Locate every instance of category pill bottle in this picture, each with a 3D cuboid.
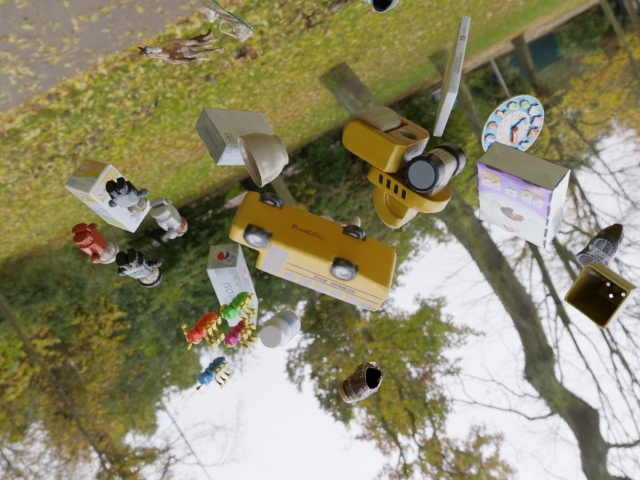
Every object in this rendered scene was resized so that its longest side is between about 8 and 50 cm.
[{"bbox_3d":[-0.119,0.258,1.590,0.087,0.087,0.160,-26,178,14],"label":"pill bottle"}]

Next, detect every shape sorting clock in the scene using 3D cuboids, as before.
[{"bbox_3d":[0.572,-0.332,1.634,0.206,0.206,0.040,-28,-137,-4],"label":"shape sorting clock"}]

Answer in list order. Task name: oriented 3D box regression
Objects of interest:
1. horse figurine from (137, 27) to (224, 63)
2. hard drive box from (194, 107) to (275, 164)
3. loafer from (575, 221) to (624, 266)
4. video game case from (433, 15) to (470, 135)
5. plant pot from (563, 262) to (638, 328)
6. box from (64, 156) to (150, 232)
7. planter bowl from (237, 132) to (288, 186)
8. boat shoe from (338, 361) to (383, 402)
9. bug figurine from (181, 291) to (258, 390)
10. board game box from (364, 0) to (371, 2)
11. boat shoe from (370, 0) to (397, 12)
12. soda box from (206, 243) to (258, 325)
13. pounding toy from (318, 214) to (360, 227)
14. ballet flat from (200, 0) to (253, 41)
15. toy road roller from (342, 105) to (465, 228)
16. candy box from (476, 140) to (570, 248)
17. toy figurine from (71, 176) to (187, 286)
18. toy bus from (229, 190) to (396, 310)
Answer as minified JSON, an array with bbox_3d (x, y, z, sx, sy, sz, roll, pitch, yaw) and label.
[{"bbox_3d":[-0.366,-0.521,1.499,0.175,0.066,0.263,-3,-151,6],"label":"horse figurine"},{"bbox_3d":[-0.267,-0.342,1.824,0.232,0.181,0.089,-7,145,-42],"label":"hard drive box"},{"bbox_3d":[0.732,0.022,1.421,0.078,0.080,0.220,-43,161,-10],"label":"loafer"},{"bbox_3d":[0.324,-0.399,1.369,0.026,0.206,0.227,11,166,6],"label":"video game case"},{"bbox_3d":[0.483,0.088,0.932,0.083,0.081,0.081,-5,127,-39],"label":"plant pot"},{"bbox_3d":[-0.596,-0.128,1.558,0.114,0.203,0.103,17,-113,29],"label":"box"},{"bbox_3d":[-0.164,-0.255,1.657,0.109,0.162,0.162,-25,-174,-15],"label":"planter bowl"},{"bbox_3d":[0.113,0.328,1.299,0.073,0.073,0.207,-32,173,19],"label":"boat shoe"},{"bbox_3d":[-0.240,0.236,1.346,0.216,0.072,0.279,-44,152,-35],"label":"bug figurine"},{"bbox_3d":[0.156,-0.755,1.665,0.090,0.020,0.090,-32,-138,-8],"label":"board game box"},{"bbox_3d":[0.198,-0.664,1.317,0.099,0.116,0.319,-64,-173,-15],"label":"boat shoe"},{"bbox_3d":[-0.262,0.140,1.676,0.091,0.286,0.098,-5,-133,5],"label":"soda box"},{"bbox_3d":[0.000,0.000,1.835,0.270,0.154,0.155,-2,176,8],"label":"pounding toy"},{"bbox_3d":[-0.309,-0.694,1.716,0.067,0.206,0.073,-54,-172,6],"label":"ballet flat"},{"bbox_3d":[0.200,-0.187,1.489,0.202,0.329,0.240,-30,151,-51],"label":"toy road roller"},{"bbox_3d":[0.418,-0.093,1.155,0.165,0.196,0.070,31,-111,33],"label":"candy box"},{"bbox_3d":[-0.430,-0.019,1.276,0.209,0.213,0.148,-62,161,-16],"label":"toy figurine"},{"bbox_3d":[-0.016,0.022,1.111,0.130,0.333,0.108,116,-7,-52],"label":"toy bus"}]
